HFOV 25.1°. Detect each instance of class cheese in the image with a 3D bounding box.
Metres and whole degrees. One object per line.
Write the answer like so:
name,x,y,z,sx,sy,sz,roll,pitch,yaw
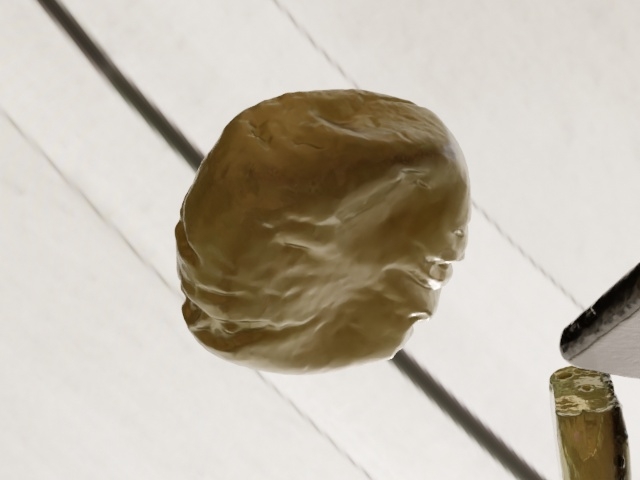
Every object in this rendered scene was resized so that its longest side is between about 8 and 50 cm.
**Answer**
cheese,0.000,0.000,1.019,0.226,0.214,0.117,-10,-140,-28
cheese,0.221,0.231,1.151,0.054,0.252,0.127,-6,-164,6

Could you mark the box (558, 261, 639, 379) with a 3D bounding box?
box,0.218,0.052,0.852,0.125,0.126,0.027,128,-31,-58
